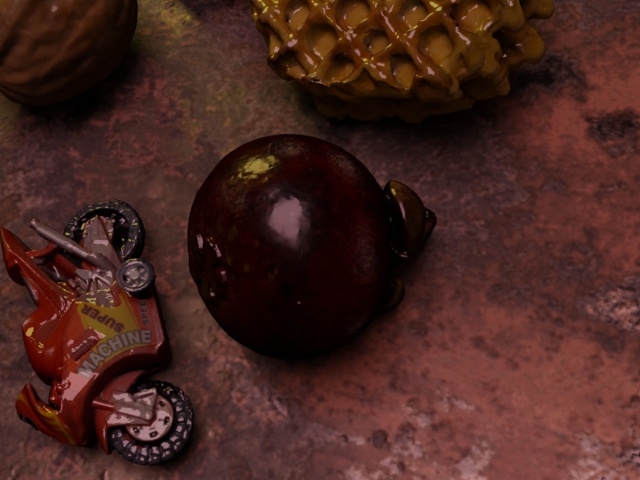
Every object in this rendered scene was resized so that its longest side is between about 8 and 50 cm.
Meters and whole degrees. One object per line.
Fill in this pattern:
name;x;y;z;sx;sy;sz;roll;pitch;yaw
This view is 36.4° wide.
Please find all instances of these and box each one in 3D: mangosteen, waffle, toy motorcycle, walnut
mangosteen;0.000;0.000;0.937;0.258;0.215;0.215;-12;58;-33
waffle;0.077;-0.260;1.035;0.324;0.151;0.261;9;74;32
toy motorcycle;-0.230;0.093;0.972;0.171;0.089;0.298;-20;63;-1
walnut;-0.310;-0.262;1.106;0.213;0.213;0.213;-3;64;7
